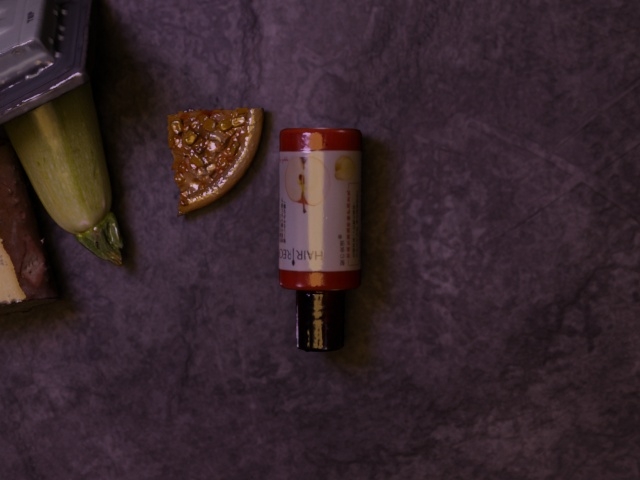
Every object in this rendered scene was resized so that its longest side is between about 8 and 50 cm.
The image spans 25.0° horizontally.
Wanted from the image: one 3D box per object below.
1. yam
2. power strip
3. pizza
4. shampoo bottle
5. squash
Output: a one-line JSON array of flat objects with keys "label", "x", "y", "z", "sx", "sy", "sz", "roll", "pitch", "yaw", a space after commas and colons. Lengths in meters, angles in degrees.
[{"label": "yam", "x": -0.429, "y": -0.018, "z": 1.874, "sx": 0.129, "sy": 0.128, "sz": 0.238, "roll": -14, "pitch": 90, "yaw": -31}, {"label": "power strip", "x": -0.401, "y": -0.229, "z": 1.799, "sx": 0.251, "sy": 0.257, "sz": 0.092, "roll": -20, "pitch": 124, "yaw": 8}, {"label": "pizza", "x": -0.147, "y": -0.122, "z": 1.851, "sx": 0.178, "sy": 0.041, "sz": 0.131, "roll": -39, "pitch": 83, "yaw": 11}, {"label": "shampoo bottle", "x": 0.000, "y": 0.000, "z": 1.793, "sx": 0.104, "sy": 0.104, "sz": 0.278, "roll": 0, "pitch": 93, "yaw": 12}, {"label": "squash", "x": -0.334, "y": -0.097, "z": 1.850, "sx": 0.137, "sy": 0.137, "sz": 0.287, "roll": -13, "pitch": 92, "yaw": 12}]
